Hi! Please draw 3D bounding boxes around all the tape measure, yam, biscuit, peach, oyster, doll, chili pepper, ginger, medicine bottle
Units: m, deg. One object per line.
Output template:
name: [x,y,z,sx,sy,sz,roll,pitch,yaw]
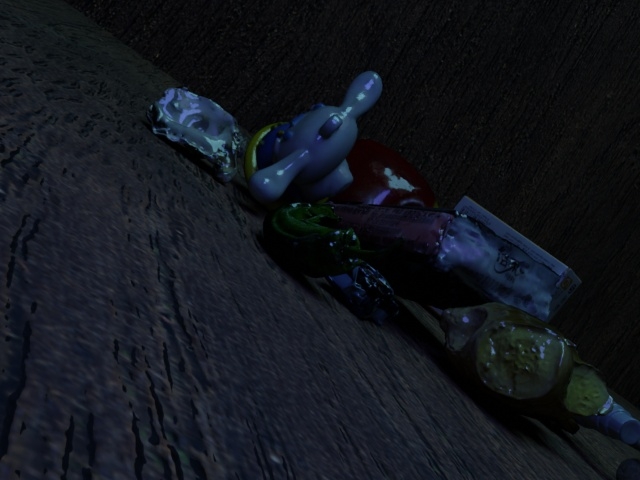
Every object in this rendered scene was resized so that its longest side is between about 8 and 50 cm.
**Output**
tape measure: [0.050,0.056,1.016,0.094,0.054,0.091,47,9,30]
yam: [0.514,0.364,1.201,0.071,0.067,0.317,0,-21,43]
biscuit: [0.306,0.223,1.263,0.205,0.031,0.138,41,-4,38]
peach: [0.091,-0.072,1.540,0.257,0.201,0.362,32,7,-26]
oyster: [-0.187,-0.154,1.290,0.163,0.081,0.191,5,38,-29]
doll: [-0.031,-0.106,1.298,0.160,0.242,0.311,59,41,-15]
chili pepper: [-0.001,0.000,0.982,0.279,0.122,0.065,-137,-149,-69]
ginger: [0.267,0.167,1.069,0.218,0.123,0.270,20,-12,40]
medicine bottle: [0.404,0.254,1.228,0.092,0.061,0.220,45,-3,-13]

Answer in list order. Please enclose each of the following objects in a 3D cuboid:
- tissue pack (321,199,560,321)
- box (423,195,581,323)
tissue pack: [0.150,0.031,1.212,0.245,0.123,0.332,27,-8,-31]
box: [0.304,0.075,1.536,0.274,0.221,0.091,44,6,40]
